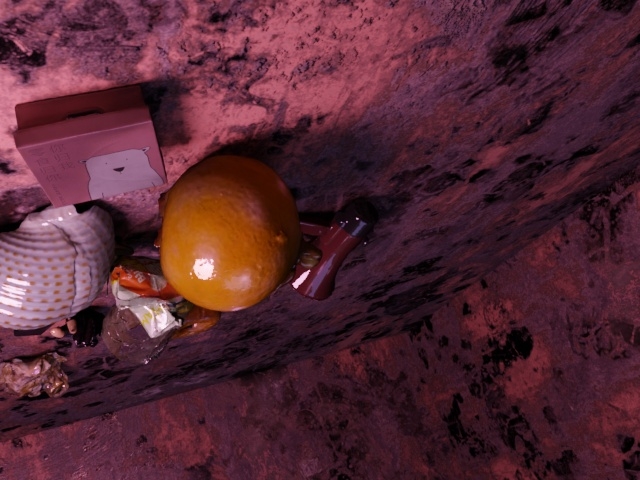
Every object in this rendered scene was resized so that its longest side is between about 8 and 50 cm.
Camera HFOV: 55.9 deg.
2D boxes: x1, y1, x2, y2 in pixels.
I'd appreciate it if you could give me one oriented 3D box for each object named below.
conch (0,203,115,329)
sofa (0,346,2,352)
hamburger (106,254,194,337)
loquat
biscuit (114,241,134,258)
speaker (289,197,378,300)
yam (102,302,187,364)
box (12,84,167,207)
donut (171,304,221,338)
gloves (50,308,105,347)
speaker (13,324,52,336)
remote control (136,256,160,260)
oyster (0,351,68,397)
[{"bbox_3d":[-0.574,0.067,1.282,0.319,0.215,0.303,-27,169,22],"label":"conch"},{"bbox_3d":[-0.859,0.173,1.330,0.258,0.200,0.182,-19,149,1],"label":"sofa"},{"bbox_3d":[-0.376,0.130,1.423,0.276,0.150,0.260,9,-171,-39],"label":"hamburger"},{"bbox_3d":[-0.168,-0.006,1.258,0.359,0.328,0.328,17,150,-10],"label":"loquat"},{"bbox_3d":[-0.613,0.078,1.511,0.322,0.038,0.099,-27,162,16],"label":"biscuit"},{"bbox_3d":[-0.001,-0.007,1.786,0.259,0.198,0.329,26,128,-8],"label":"speaker"},{"bbox_3d":[-0.499,0.218,1.737,0.271,0.202,0.201,-36,154,32],"label":"yam"},{"bbox_3d":[-0.388,-0.158,1.036,0.215,0.086,0.215,-15,159,-13],"label":"box"},{"bbox_3d":[-0.438,0.242,1.992,0.226,0.114,0.226,-18,162,-6],"label":"donut"},{"bbox_3d":[-0.693,0.243,1.739,0.129,0.106,0.181,21,166,-12],"label":"gloves"},{"bbox_3d":[-0.775,0.208,1.684,0.218,0.044,0.082,-33,156,33],"label":"speaker"},{"bbox_3d":[-0.441,0.097,1.621,0.247,0.104,0.052,4,149,-46],"label":"remote control"},{"bbox_3d":[-0.985,0.470,2.067,0.238,0.115,0.351,-8,157,-31],"label":"oyster"}]
